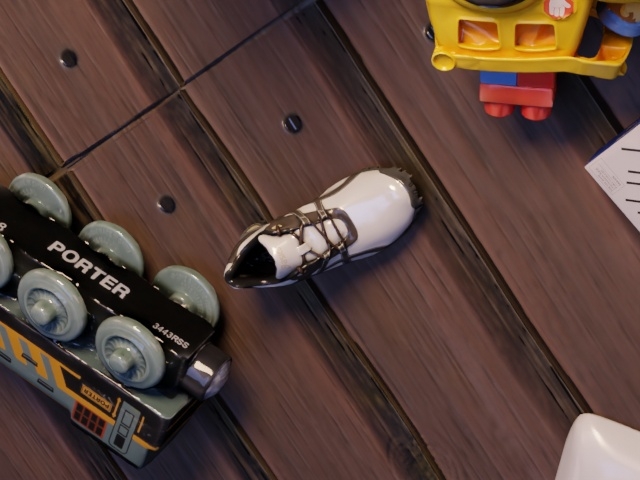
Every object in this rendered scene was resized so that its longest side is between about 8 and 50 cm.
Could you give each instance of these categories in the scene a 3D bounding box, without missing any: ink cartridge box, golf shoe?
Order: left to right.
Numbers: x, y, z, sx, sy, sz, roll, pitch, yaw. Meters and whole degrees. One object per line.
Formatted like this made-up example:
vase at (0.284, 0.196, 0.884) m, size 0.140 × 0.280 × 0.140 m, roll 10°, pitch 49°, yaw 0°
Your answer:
golf shoe at (0.000, 0.000, 1.370) m, size 0.198 × 0.094 × 0.077 m, roll -27°, pitch 97°, yaw 30°
ink cartridge box at (0.320, -0.015, 1.242) m, size 0.207 × 0.046 × 0.097 m, roll 49°, pitch 123°, yaw -1°

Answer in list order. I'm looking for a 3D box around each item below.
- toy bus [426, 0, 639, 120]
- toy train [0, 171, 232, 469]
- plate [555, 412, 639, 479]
toy bus at (0.186, -0.189, 1.181) m, size 0.220 × 0.149 × 0.211 m, roll 3°, pitch 129°, yaw 14°
toy train at (-0.242, 0.077, 1.496) m, size 0.334 × 0.142 × 0.190 m, roll 32°, pitch 130°, yaw 10°
plate at (0.321, 0.322, 1.387) m, size 0.278 × 0.045 × 0.277 m, roll 21°, pitch 119°, yaw 16°
